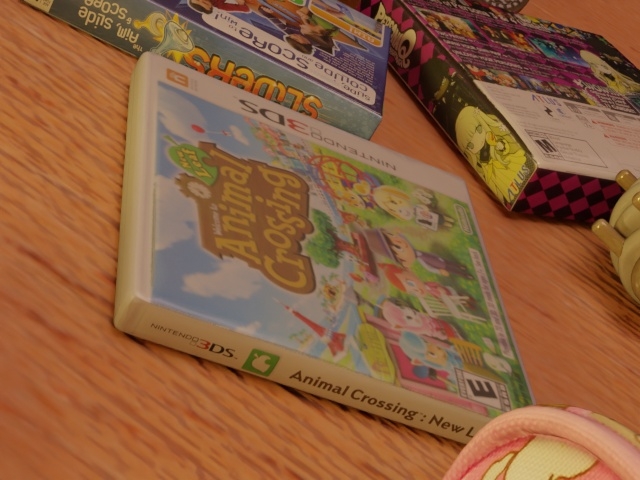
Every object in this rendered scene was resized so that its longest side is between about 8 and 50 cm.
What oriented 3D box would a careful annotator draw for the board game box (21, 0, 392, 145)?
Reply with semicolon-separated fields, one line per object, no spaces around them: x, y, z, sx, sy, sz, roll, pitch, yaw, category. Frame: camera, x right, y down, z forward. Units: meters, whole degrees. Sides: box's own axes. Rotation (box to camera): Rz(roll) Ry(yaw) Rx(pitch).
-0.057;-0.129;0.784;0.201;0.035;0.136;26;29;-9;board game box

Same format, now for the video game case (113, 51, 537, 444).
0.000;0.000;0.644;0.193;0.023;0.212;20;30;-18;video game case

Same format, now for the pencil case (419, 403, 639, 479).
0.198;0.144;0.467;0.386;0.167;0.160;8;79;-35;pencil case

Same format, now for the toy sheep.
0.206;-0.005;0.782;0.091;0.091;0.132;33;45;5;toy sheep

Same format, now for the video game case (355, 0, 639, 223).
0.161;-0.086;0.914;0.232;0.042;0.210;6;37;-38;video game case

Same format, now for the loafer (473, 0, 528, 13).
0.140;-0.213;1.093;0.056;0.050;0.148;24;45;-6;loafer
